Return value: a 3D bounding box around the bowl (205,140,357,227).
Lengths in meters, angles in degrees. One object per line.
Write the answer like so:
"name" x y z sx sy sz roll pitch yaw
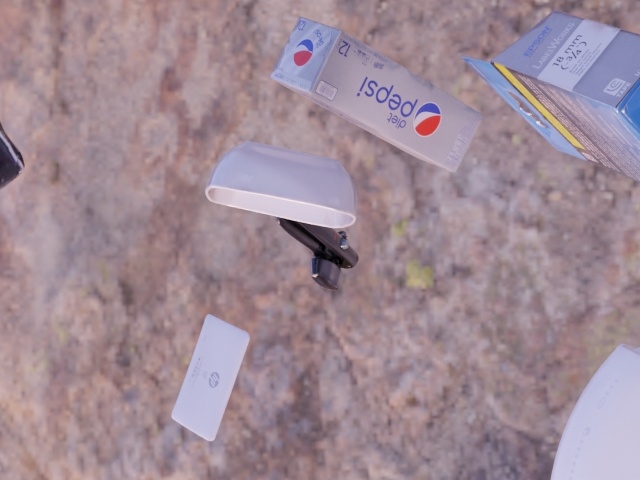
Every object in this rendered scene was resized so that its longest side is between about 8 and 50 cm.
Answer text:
"bowl" -0.034 -0.053 1.152 0.142 0.142 0.053 148 133 -83

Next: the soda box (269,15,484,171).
"soda box" 0.077 -0.187 1.606 0.098 0.286 0.091 29 94 49

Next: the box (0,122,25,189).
"box" -0.331 -0.047 0.558 0.294 0.296 0.183 35 159 56

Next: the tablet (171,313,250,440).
"tablet" -0.081 0.100 0.904 0.054 0.006 0.083 20 92 47

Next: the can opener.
"can opener" 0.000 0.000 1.580 0.059 0.186 0.073 -13 60 16

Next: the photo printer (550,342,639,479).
"photo printer" 0.419 0.270 1.373 0.307 0.107 0.256 22 96 17

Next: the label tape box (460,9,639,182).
"label tape box" 0.365 -0.176 1.565 0.106 0.240 0.333 -53 33 -1
